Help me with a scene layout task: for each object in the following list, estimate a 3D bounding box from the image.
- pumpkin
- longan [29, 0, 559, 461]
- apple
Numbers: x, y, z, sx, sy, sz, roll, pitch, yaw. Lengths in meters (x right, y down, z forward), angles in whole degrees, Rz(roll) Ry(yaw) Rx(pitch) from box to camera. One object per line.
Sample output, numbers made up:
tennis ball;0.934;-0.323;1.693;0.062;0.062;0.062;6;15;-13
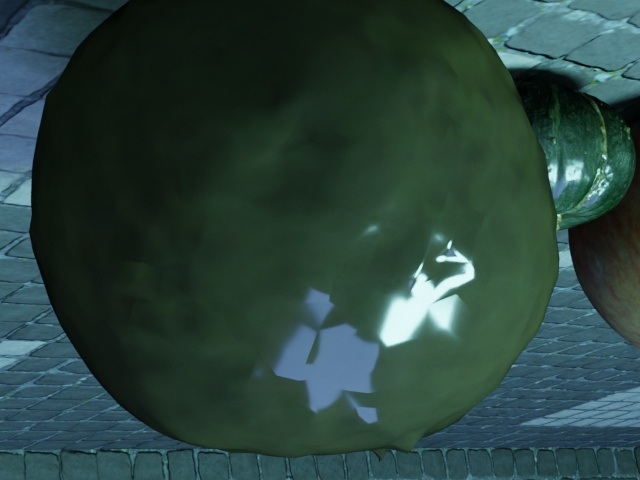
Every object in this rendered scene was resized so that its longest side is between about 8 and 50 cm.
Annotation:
pumpkin;0.212;-0.078;1.371;0.190;0.146;0.190;14;160;5
longan;-0.015;-0.011;1.092;0.403;0.404;0.436;-9;155;4
apple;0.441;-0.005;1.499;0.344;0.269;0.345;-7;161;-2
